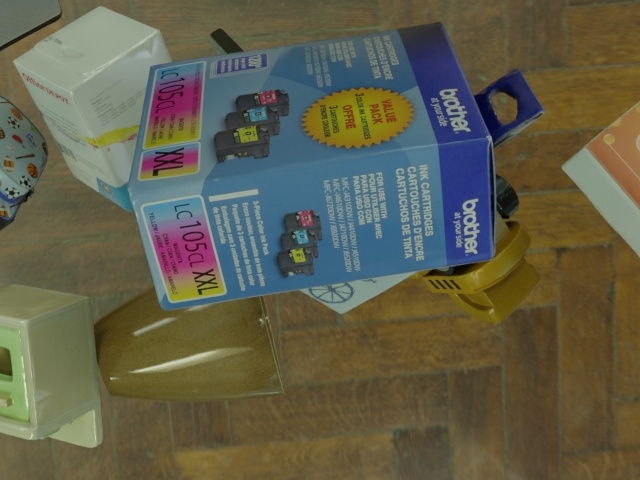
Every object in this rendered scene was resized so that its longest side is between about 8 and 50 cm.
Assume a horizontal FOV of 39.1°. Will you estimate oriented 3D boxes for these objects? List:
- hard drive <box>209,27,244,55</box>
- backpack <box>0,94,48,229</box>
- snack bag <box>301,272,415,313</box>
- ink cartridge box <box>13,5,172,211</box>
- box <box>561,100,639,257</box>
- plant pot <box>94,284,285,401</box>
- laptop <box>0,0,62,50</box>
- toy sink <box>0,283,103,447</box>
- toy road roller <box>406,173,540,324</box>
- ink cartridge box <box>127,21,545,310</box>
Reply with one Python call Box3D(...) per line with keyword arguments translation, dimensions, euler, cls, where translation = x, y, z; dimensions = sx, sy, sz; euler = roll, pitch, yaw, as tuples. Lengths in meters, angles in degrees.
Box3D(translation=(-0.100, -0.217, 1.239), dimensions=(0.022, 0.094, 0.135), euler=(-36, 143, -7), cls="hard drive")
Box3D(translation=(-0.646, -0.161, 1.692), dimensions=(0.213, 0.263, 0.276), euler=(-29, 119, 12), cls="backpack")
Box3D(translation=(0.000, 0.000, 1.582), dimensions=(0.342, 0.037, 0.323), euler=(29, 142, -23), cls="snack bag")
Box3D(translation=(-0.368, -0.236, 1.609), dimensions=(0.197, 0.198, 0.270), euler=(-41, 138, -23), cls="ink cartridge box")
Box3D(translation=(0.576, -0.150, 1.348), dimensions=(0.345, 0.168, 0.215), euler=(-39, 83, -1), cls="box")
Box3D(translation=(-0.202, 0.147, 1.358), dimensions=(0.254, 0.237, 0.237), euler=(-14, 104, -4), cls="plant pot")
Box3D(translation=(-0.253, -0.327, 0.617), dimensions=(0.236, 0.382, 0.408), euler=(-9, 115, 18), cls="laptop")
Box3D(translation=(-0.416, 0.196, 1.276), dimensions=(0.152, 0.131, 0.234), euler=(7, 107, 28), cls="toy sink")
Box3D(translation=(0.268, 0.032, 1.738), dimensions=(0.202, 0.329, 0.240), euler=(-42, 104, -21), cls="toy road roller")
Box3D(translation=(0.021, -0.092, 0.934), dimensions=(0.395, 0.270, 0.151), euler=(-7, 127, 0), cls="ink cartridge box")
